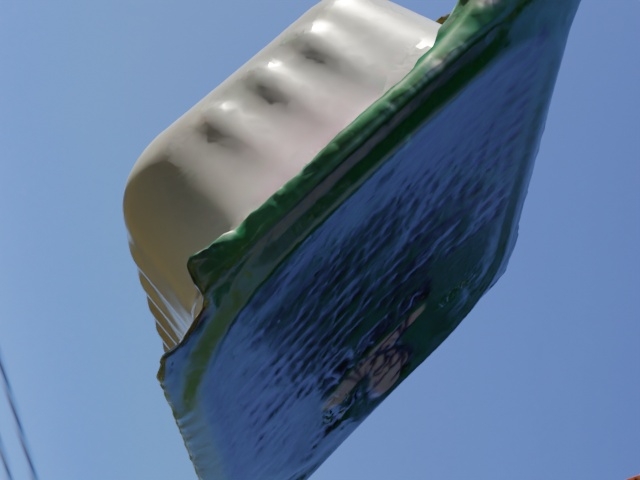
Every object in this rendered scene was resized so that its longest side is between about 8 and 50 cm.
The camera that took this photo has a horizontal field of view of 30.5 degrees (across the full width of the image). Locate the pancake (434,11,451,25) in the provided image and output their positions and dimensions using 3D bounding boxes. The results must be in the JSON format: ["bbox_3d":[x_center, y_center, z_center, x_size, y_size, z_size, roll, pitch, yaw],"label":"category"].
[{"bbox_3d":[0.105,-0.140,0.843,0.108,0.108,0.017,29,-29,50],"label":"pancake"}]

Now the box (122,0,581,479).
[{"bbox_3d":[0.000,0.000,0.615,0.106,0.264,0.337,41,-20,19],"label":"box"}]

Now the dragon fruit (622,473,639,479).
[{"bbox_3d":[0.438,0.387,1.296,0.302,0.330,0.240,0,-113,48],"label":"dragon fruit"}]
